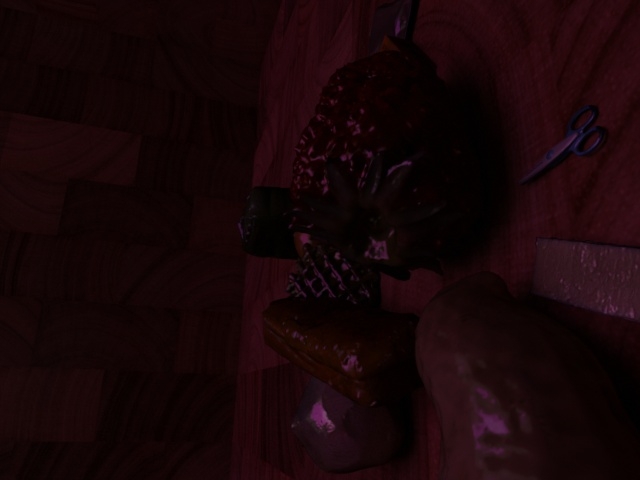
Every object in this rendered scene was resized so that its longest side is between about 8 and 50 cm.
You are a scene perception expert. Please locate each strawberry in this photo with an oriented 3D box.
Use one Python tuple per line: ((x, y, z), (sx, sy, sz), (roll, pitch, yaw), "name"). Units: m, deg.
((0.114, -0.122, 0.734), (0.343, 0.292, 0.292), (-65, 4, -36), "strawberry")

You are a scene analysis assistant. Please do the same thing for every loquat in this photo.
((0.000, 0.000, 1.188), (0.141, 0.141, 0.141), (-173, 90, -73), "loquat")

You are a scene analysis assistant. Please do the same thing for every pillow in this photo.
((0.149, -0.468, 1.065), (0.217, 0.033, 0.130), (-136, 52, -69), "pillow")

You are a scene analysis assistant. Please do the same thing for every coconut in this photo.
((0.041, 0.303, 0.825), (0.194, 0.194, 0.194), (-173, 90, -73), "coconut")

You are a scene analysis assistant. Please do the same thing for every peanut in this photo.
((0.187, 0.189, 0.442), (0.387, 0.170, 0.192), (-95, 16, -46), "peanut")

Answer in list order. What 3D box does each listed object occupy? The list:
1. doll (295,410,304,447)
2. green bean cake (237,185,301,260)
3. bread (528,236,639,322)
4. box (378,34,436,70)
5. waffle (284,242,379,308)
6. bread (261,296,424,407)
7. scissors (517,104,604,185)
((-0.015, 0.468, 1.209), (0.078, 0.077, 0.113), (-65, -33, -47), "doll")
((-0.099, -0.042, 1.335), (0.222, 0.248, 0.125), (116, 155, -54), "green bean cake")
((0.267, 0.035, 0.471), (0.154, 0.028, 0.068), (-167, 85, -73), "bread")
((0.136, -0.268, 0.974), (0.152, 0.070, 0.237), (-104, 29, -50), "box")
((0.023, 0.100, 1.022), (0.054, 0.214, 0.207), (34, -115, -59), "waffle")
((0.039, 0.156, 0.824), (0.380, 0.185, 0.109), (7, 111, 60), "bread")
((0.268, -0.098, 0.548), (0.119, 0.014, 0.058), (128, 150, -54), "scissors")
